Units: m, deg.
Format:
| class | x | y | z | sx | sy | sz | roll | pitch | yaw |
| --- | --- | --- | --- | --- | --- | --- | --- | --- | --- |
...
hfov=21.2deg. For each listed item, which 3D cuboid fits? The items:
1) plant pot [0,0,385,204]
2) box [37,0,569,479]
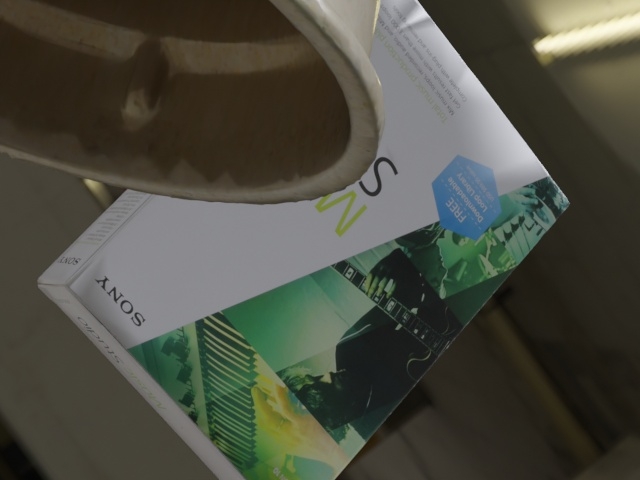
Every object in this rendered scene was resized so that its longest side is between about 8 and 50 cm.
| class | x | y | z | sx | sy | sz | roll | pitch | yaw |
| --- | --- | --- | --- | --- | --- | --- | --- | --- | --- |
| plant pot | -0.087 | -0.223 | 0.693 | 0.334 | 0.305 | 0.334 | 18 | -17 | 6 |
| box | 0.000 | 0.000 | 1.154 | 0.232 | 0.322 | 0.058 | 50 | -20 | -20 |
